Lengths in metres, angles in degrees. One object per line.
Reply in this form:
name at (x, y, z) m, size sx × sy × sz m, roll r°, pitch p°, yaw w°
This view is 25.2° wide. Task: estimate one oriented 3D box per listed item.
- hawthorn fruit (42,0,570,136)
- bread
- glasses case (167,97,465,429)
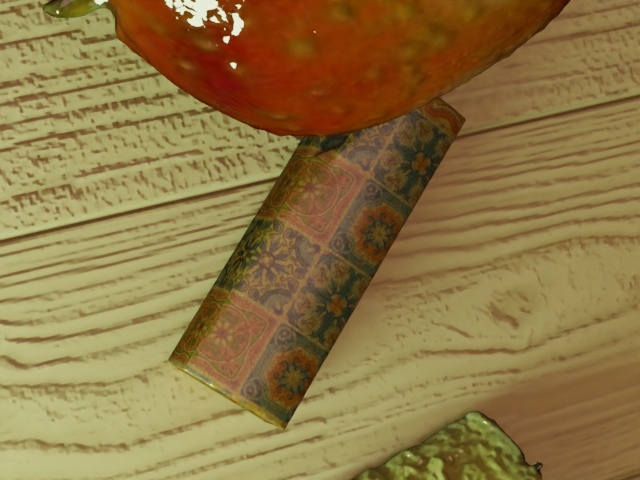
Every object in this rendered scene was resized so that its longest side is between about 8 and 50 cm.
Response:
hawthorn fruit at (-0.009, -0.180, 0.742) m, size 0.299 × 0.275 × 0.275 m, roll -26°, pitch 101°, yaw 3°
bread at (0.084, 0.191, 0.874) m, size 0.147 × 0.127 × 0.152 m, roll -32°, pitch 85°, yaw -16°
glasses case at (0.000, 0.000, 0.858) m, size 0.075 × 0.049 × 0.218 m, roll 34°, pitch 81°, yaw -18°
